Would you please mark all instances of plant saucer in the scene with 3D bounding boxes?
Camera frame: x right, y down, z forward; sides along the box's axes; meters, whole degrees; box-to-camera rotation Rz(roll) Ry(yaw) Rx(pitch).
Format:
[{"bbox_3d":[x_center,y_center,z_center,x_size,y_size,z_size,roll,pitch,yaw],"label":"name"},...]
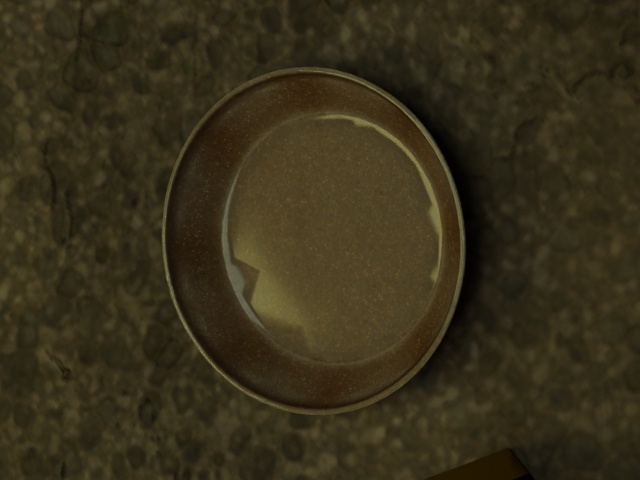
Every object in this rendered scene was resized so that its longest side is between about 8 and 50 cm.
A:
[{"bbox_3d":[0.000,0.000,1.086,0.199,0.036,0.198,2,93,29],"label":"plant saucer"}]

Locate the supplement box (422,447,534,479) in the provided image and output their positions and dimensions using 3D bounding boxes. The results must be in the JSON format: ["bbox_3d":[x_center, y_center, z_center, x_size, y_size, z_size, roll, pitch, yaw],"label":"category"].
[{"bbox_3d":[0.072,0.252,1.009,0.191,0.129,0.194,-46,72,23],"label":"supplement box"}]
